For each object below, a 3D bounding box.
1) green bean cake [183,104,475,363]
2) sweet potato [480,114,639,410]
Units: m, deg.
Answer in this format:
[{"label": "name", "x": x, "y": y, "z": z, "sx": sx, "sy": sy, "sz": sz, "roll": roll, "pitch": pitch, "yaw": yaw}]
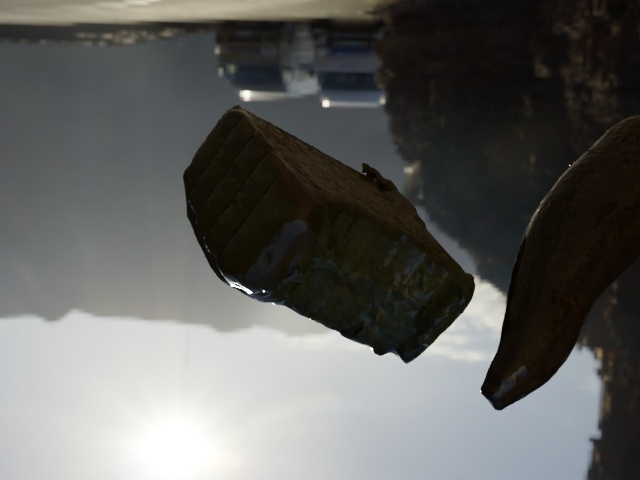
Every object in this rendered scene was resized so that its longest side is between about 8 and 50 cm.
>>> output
[{"label": "green bean cake", "x": 0.000, "y": 0.000, "z": 1.131, "sx": 0.236, "sy": 0.124, "sz": 0.233, "roll": 27, "pitch": -163, "yaw": -34}, {"label": "sweet potato", "x": 0.169, "y": 0.003, "z": 0.783, "sx": 0.077, "sy": 0.077, "sz": 0.244, "roll": 9, "pitch": -131, "yaw": 43}]
